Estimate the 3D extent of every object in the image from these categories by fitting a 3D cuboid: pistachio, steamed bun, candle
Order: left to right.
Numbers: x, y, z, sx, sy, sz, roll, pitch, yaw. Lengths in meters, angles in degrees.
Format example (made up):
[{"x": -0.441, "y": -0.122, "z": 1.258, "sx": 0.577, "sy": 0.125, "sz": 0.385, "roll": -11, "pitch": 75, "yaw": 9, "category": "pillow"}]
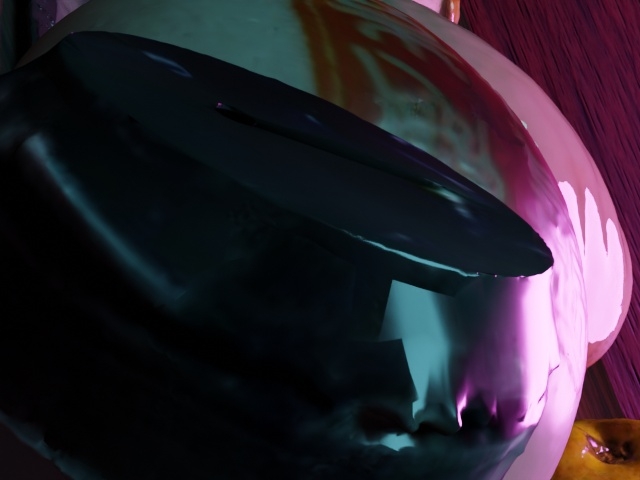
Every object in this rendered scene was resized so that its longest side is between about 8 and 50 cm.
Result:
[{"x": -0.075, "y": 0.107, "z": 0.582, "sx": 0.221, "sy": 0.342, "sz": 0.221, "roll": 25, "pitch": 19, "yaw": -9, "category": "candle"}, {"x": 0.000, "y": 0.000, "z": 0.886, "sx": 0.374, "sy": 0.241, "sz": 0.374, "roll": 34, "pitch": 28, "yaw": -22, "category": "steamed bun"}, {"x": 0.075, "y": -0.021, "z": 1.317, "sx": 0.445, "sy": 0.281, "sz": 0.365, "roll": 41, "pitch": 29, "yaw": -26, "category": "pistachio"}]

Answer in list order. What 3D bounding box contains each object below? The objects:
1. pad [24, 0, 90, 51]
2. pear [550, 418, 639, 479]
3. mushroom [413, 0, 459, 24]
[{"x": -0.153, "y": -0.118, "z": 1.106, "sx": 0.174, "sy": 0.022, "sz": 0.233, "roll": 50, "pitch": 21, "yaw": -46, "category": "pad"}, {"x": 0.286, "y": 0.306, "z": 1.573, "sx": 0.281, "sy": 0.286, "sz": 0.176, "roll": 63, "pitch": 35, "yaw": -17, "category": "pear"}, {"x": 0.006, "y": -0.244, "z": 1.400, "sx": 0.107, "sy": 0.087, "sz": 0.333, "roll": 25, "pitch": 3, "yaw": 37, "category": "mushroom"}]
